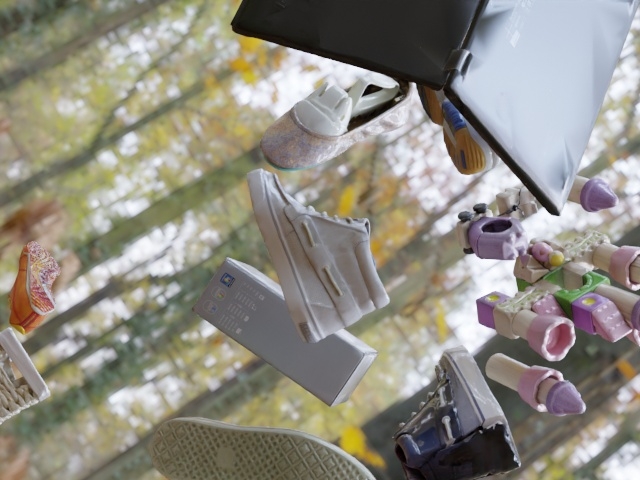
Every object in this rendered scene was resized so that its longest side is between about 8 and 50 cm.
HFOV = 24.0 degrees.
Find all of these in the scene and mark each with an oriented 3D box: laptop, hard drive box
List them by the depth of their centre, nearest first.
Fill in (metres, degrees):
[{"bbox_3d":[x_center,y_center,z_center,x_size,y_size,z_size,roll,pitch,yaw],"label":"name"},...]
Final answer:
[{"bbox_3d":[0.165,-0.293,1.876,0.236,0.382,0.408,-2,-35,44],"label":"laptop"},{"bbox_3d":[-0.045,0.127,2.087,0.232,0.089,0.181,34,1,10],"label":"hard drive box"}]

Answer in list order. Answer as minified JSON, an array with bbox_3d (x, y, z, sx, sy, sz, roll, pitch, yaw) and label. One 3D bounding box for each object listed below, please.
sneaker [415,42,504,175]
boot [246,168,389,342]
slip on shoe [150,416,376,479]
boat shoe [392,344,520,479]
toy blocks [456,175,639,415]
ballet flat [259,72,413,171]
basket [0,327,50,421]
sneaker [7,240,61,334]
[{"bbox_3d":[0.207,-0.201,2.003,0.112,0.131,0.296,81,-8,-48],"label":"sneaker"},{"bbox_3d":[0.000,0.000,1.793,0.095,0.123,0.258,65,3,-54],"label":"boot"},{"bbox_3d":[-0.064,0.305,1.981,0.331,0.123,0.101,10,-10,27],"label":"slip on shoe"},{"bbox_3d":[0.174,0.259,2.206,0.340,0.158,0.127,-114,-176,-76],"label":"boat shoe"},{"bbox_3d":[0.399,0.077,2.195,0.260,0.289,0.308,25,-45,51],"label":"toy blocks"},{"bbox_3d":[0.031,-0.198,2.289,0.107,0.316,0.106,41,-49,19],"label":"ballet flat"},{"bbox_3d":[-0.463,0.202,2.178,0.113,0.103,0.167,57,-13,1],"label":"basket"},{"bbox_3d":[-0.384,0.057,1.979,0.064,0.067,0.175,43,18,-22],"label":"sneaker"}]
